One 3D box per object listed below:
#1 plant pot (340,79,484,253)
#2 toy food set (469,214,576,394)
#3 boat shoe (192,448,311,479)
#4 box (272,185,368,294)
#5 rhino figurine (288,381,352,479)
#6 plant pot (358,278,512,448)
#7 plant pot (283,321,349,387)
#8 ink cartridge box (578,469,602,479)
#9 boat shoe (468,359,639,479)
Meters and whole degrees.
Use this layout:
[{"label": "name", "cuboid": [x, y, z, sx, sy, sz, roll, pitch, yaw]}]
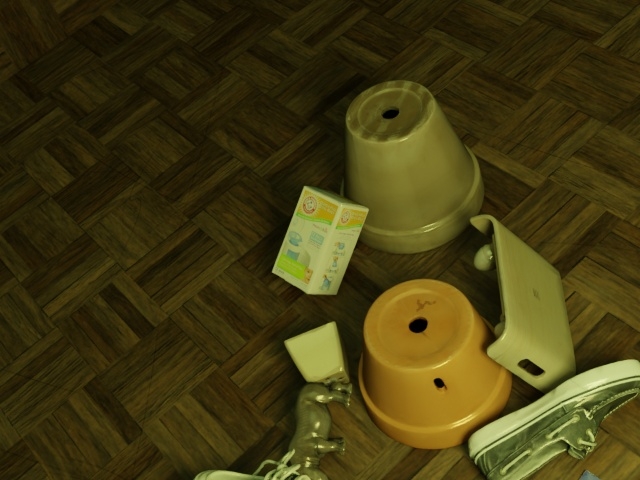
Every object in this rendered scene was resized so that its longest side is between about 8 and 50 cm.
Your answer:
[{"label": "plant pot", "cuboid": [0.178, -0.180, 1.932, 0.323, 0.280, 0.323, -9, 49, 10]}, {"label": "toy food set", "cuboid": [0.364, 0.119, 1.669, 0.092, 0.219, 0.306, -30, 42, 33]}, {"label": "boat shoe", "cuboid": [-0.054, 0.436, 1.530, 0.367, 0.157, 0.136, 16, 25, 20]}, {"label": "box", "cuboid": [0.000, 0.000, 1.893, 0.114, 0.103, 0.203, 29, 103, 35]}, {"label": "rhino figurine", "cuboid": [-0.006, 0.375, 1.661, 0.106, 0.073, 0.243, 6, 69, 5]}, {"label": "plant pot", "cuboid": [0.195, 0.208, 1.651, 0.290, 0.203, 0.291, -10, 50, 12]}, {"label": "plant pot", "cuboid": [0.002, 0.240, 1.763, 0.109, 0.109, 0.096, -21, 59, 1]}, {"label": "ink cartridge box", "cuboid": [0.457, 0.549, 1.366, 0.330, 0.071, 0.324, 30, 66, 34]}, {"label": "boat shoe", "cuboid": [0.423, 0.327, 1.546, 0.335, 0.121, 0.119, -31, 55, 7]}]
